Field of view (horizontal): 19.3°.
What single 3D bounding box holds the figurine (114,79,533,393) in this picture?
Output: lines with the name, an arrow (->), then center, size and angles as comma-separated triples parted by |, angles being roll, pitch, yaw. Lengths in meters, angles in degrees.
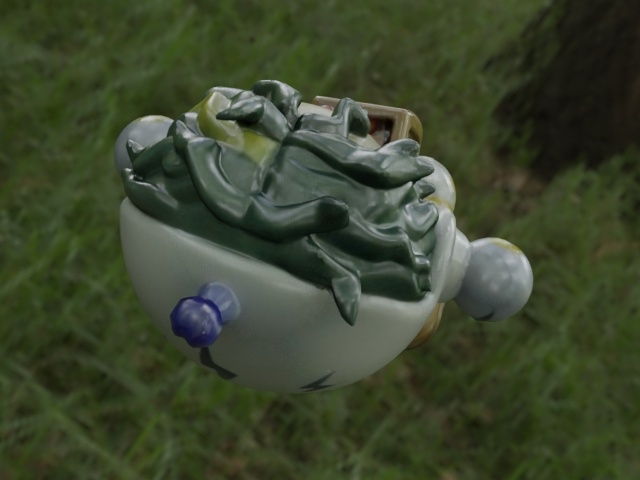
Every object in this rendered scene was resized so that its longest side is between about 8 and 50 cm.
figurine -> 0.004, -0.001, 1.143 | 0.261, 0.186, 0.382 | 4, -3, 14
